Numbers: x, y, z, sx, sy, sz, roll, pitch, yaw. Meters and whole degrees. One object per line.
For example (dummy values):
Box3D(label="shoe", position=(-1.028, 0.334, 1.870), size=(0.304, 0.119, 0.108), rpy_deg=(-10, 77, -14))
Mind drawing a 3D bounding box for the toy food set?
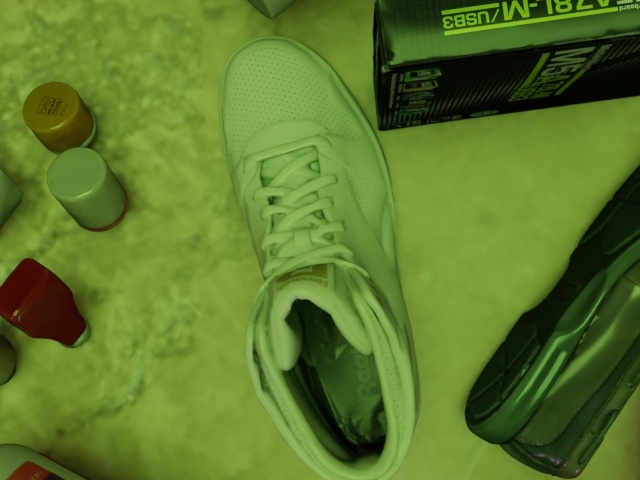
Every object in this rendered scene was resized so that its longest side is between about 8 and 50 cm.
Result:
Box3D(label="toy food set", position=(-0.206, 0.017, 0.607), size=(0.111, 0.104, 0.232), rpy_deg=(27, 73, 16))

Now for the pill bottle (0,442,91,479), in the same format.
Box3D(label="pill bottle", position=(-0.103, 0.268, 0.538), size=(0.323, 0.181, 0.181), rpy_deg=(27, 91, 3))

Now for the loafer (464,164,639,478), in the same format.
Box3D(label="loafer", position=(0.202, 0.034, 0.577), size=(0.084, 0.096, 0.267), rpy_deg=(36, 100, -7))

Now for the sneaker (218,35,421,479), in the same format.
Box3D(label="sneaker", position=(0.000, 0.000, 0.543), size=(0.108, 0.169, 0.292), rpy_deg=(-18, 87, 5))

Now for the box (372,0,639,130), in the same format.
Box3D(label="box", position=(0.123, -0.109, 0.526), size=(0.184, 0.191, 0.045), rpy_deg=(-5, 87, 2))

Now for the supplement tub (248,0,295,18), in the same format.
Box3D(label="supplement tub", position=(0.029, -0.303, 0.514), size=(0.316, 0.228, 0.228), rpy_deg=(-40, 88, 2))
